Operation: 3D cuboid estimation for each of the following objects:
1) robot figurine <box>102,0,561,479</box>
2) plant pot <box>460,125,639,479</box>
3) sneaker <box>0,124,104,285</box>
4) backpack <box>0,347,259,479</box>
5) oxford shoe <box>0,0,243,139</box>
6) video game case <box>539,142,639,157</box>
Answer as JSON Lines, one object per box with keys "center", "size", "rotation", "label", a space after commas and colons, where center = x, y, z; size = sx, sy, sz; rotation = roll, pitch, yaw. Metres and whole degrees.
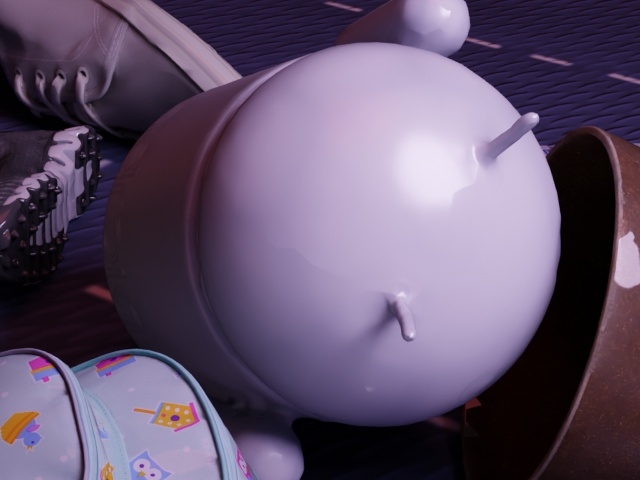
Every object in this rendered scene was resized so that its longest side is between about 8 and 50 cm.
{"center": [0.000, 0.000, 0.895], "size": [0.199, 0.300, 0.353], "rotation": [22, -11, -21], "label": "robot figurine"}
{"center": [0.224, 0.072, 0.889], "size": [0.230, 0.215, 0.215], "rotation": [16, 23, -9], "label": "plant pot"}
{"center": [-0.231, -0.027, 1.149], "size": [0.106, 0.078, 0.234], "rotation": [3, 21, 4], "label": "sneaker"}
{"center": [-0.114, 0.130, 0.673], "size": [0.188, 0.144, 0.166], "rotation": [-22, 41, -5], "label": "backpack"}
{"center": [-0.188, -0.147, 1.366], "size": [0.449, 0.169, 0.130], "rotation": [33, 78, 33], "label": "oxford shoe"}
{"center": [0.253, -0.063, 1.374], "size": [0.122, 0.011, 0.087], "rotation": [-2, 26, -14], "label": "video game case"}
